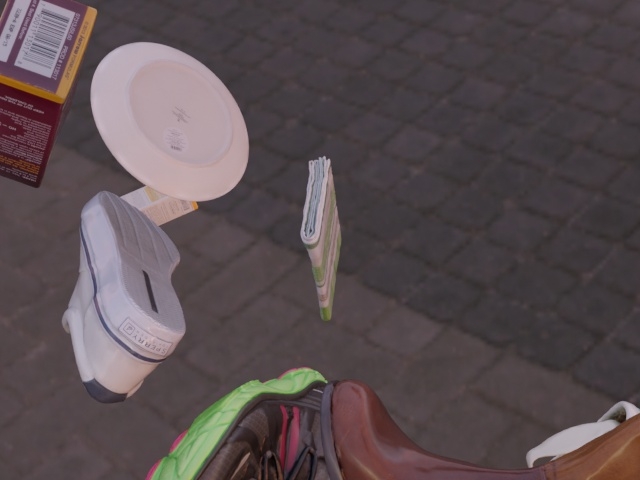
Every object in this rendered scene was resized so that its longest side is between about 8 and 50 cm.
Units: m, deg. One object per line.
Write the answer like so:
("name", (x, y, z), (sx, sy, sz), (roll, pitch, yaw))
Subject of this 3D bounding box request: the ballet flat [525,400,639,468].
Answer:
("ballet flat", (0.287, 0.346, 1.832), (0.400, 0.139, 0.139), (-36, 37, 8))

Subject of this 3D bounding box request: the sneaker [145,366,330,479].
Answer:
("sneaker", (-0.070, 0.311, 1.903), (0.202, 0.185, 0.483), (48, 27, 13))

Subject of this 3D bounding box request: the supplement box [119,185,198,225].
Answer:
("supplement box", (-0.224, -0.050, 1.864), (0.098, 0.036, 0.062), (-24, 31, -7))

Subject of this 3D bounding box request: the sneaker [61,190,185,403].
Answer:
("sneaker", (-0.172, 0.039, 1.109), (0.091, 0.094, 0.258), (-48, 21, 12))

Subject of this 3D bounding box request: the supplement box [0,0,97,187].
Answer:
("supplement box", (-0.276, -0.143, 1.287), (0.081, 0.188, 0.104), (20, 61, -10))

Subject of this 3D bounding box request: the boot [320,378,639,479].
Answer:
("boot", (0.165, 0.174, 1.025), (0.280, 0.264, 0.096), (-26, 8, 23))

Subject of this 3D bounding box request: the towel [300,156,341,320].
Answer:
("towel", (0.000, 0.000, 1.436), (0.023, 0.152, 0.113), (3, 54, 9))

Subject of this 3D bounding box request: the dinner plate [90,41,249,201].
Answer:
("dinner plate", (-0.112, -0.096, 1.055), (0.017, 0.141, 0.141), (-36, 12, 45))
